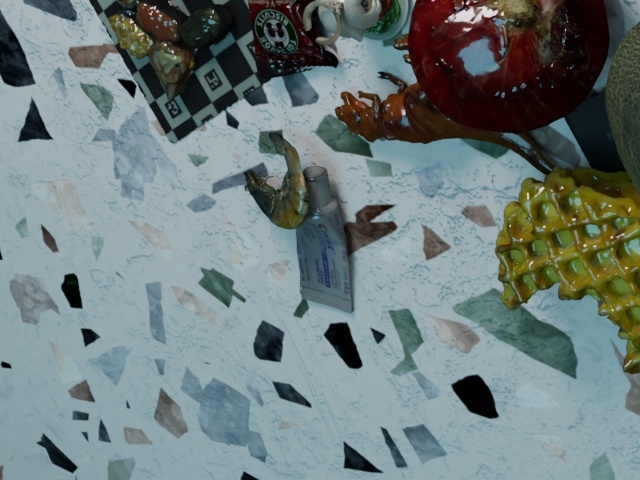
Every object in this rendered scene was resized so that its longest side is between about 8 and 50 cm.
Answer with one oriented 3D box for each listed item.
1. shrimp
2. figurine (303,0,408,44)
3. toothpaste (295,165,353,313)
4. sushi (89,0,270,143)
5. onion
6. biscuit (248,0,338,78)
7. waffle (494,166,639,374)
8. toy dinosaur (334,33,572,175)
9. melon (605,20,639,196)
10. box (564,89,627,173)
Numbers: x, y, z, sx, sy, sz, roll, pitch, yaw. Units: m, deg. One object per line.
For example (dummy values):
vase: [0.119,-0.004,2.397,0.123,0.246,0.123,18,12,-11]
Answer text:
shrimp: [-0.075,-0.107,2.132,0.217,0.051,0.150,35,125,52]
figurine: [0.041,-0.342,1.872,0.132,0.153,0.132,19,124,31]
toothpaste: [-0.001,-0.001,2.158,0.099,0.068,0.283,45,147,49]
sushi: [-0.260,-0.371,2.161,0.359,0.064,0.343,-27,95,43]
onion: [0.254,-0.280,1.684,0.276,0.276,0.276,18,123,31]
biscuit: [-0.056,-0.373,1.997,0.151,0.063,0.235,9,119,39]
waffle: [0.406,0.037,1.774,0.324,0.151,0.261,27,135,21]
toy dinosaur: [0.177,-0.204,1.878,0.432,0.097,0.208,16,136,36]
melon: [0.490,-0.143,1.559,0.248,0.248,0.329,-6,115,40]
box: [0.419,-0.154,1.761,0.126,0.027,0.125,-24,99,42]
